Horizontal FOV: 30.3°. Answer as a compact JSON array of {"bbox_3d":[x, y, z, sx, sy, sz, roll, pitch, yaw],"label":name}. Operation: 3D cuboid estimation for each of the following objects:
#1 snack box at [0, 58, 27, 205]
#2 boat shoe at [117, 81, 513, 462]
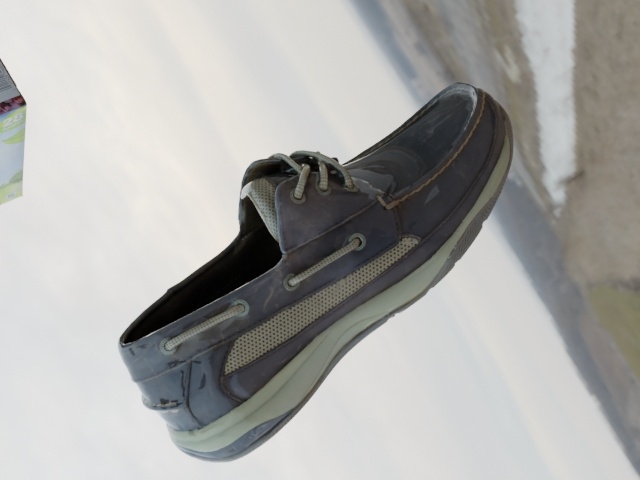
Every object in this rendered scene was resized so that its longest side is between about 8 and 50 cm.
[{"bbox_3d":[-0.346,-0.055,0.951,0.070,0.207,0.174,56,154,12],"label":"snack box"},{"bbox_3d":[0.000,0.000,0.862,0.130,0.355,0.132,49,166,-25],"label":"boat shoe"}]
